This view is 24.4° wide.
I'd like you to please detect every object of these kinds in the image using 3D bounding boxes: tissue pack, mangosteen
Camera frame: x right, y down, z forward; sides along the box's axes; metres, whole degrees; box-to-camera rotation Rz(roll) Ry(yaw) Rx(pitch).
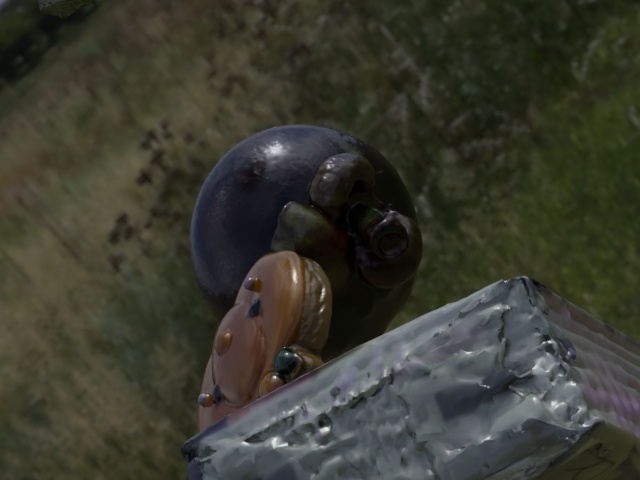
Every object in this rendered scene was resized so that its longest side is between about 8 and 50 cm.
[{"bbox_3d":[0.099,0.143,0.936,0.242,0.125,0.343,-29,-25,19],"label":"tissue pack"},{"bbox_3d":[0.000,0.000,1.364,0.228,0.228,0.265,-46,15,-25],"label":"mangosteen"}]

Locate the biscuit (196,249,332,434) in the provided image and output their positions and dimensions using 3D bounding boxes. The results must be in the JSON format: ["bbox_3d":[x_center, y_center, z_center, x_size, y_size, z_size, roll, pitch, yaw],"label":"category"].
[{"bbox_3d":[-0.049,0.088,1.082,0.170,0.050,0.170,-52,27,40],"label":"biscuit"}]

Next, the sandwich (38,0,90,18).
[{"bbox_3d":[-0.231,-0.243,1.225,0.244,0.088,0.090,10,-24,-44],"label":"sandwich"}]
